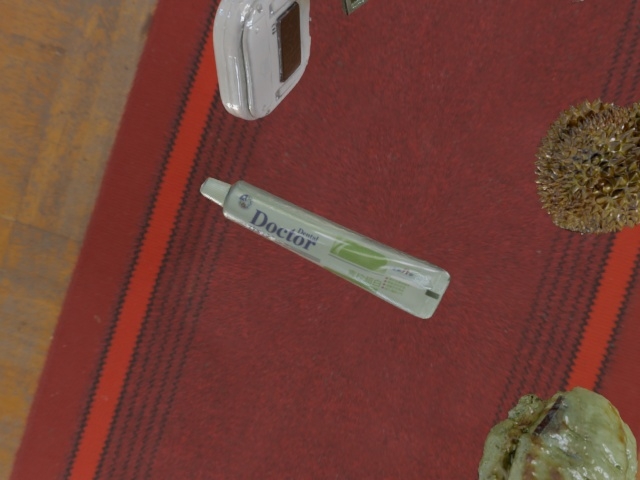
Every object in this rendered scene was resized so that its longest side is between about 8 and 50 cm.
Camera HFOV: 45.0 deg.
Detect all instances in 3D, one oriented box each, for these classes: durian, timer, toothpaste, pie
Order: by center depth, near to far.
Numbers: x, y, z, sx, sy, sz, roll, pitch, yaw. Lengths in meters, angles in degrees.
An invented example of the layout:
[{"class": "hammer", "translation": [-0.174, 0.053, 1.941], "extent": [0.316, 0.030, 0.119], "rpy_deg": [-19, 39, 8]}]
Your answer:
[{"class": "toothpaste", "translation": [0.000, 0.000, 0.570], "extent": [0.197, 0.029, 0.048], "rpy_deg": [26, 127, 7]}, {"class": "durian", "translation": [0.295, -0.076, 0.790], "extent": [0.168, 0.158, 0.137], "rpy_deg": [-40, 107, -16]}, {"class": "pie", "translation": [0.282, 0.274, 0.879], "extent": [0.201, 0.090, 0.248], "rpy_deg": [43, 53, -2]}, {"class": "timer", "translation": [-0.097, -0.358, 1.388], "extent": [0.087, 0.262, 0.237], "rpy_deg": [23, 53, 20]}]

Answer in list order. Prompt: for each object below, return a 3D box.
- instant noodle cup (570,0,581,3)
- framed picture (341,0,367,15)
[{"class": "instant noodle cup", "translation": [0.574, -0.624, 1.628], "extent": [0.234, 0.235, 0.178], "rpy_deg": [-29, 103, 5]}, {"class": "framed picture", "translation": [0.117, -0.515, 1.171], "extent": [0.247, 0.335, 0.022], "rpy_deg": [-37, 70, -6]}]
